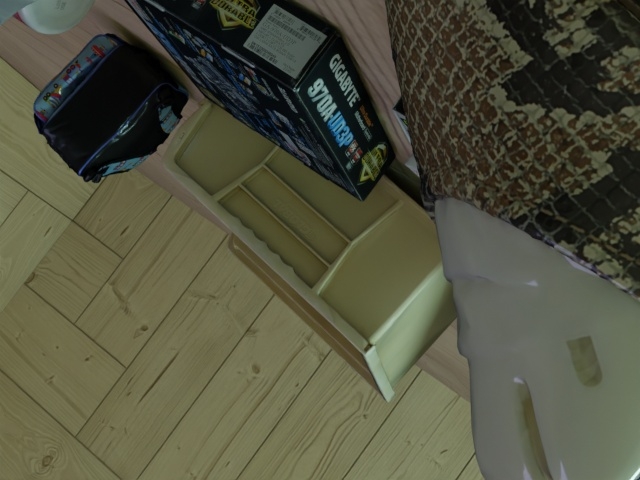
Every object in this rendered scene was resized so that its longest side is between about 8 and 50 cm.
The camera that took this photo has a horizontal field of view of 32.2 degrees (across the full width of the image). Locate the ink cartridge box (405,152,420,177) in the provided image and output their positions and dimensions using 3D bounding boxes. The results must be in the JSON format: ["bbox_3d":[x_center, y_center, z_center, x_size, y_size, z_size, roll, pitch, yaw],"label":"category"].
[{"bbox_3d":[0.091,-0.045,0.753,0.083,0.028,0.048,40,173,-24],"label":"ink cartridge box"}]

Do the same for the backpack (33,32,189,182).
[{"bbox_3d":[-0.235,-0.151,1.293,0.117,0.158,0.173,45,-173,3],"label":"backpack"}]

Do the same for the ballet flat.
[{"bbox_3d":[0.176,0.073,0.425,0.482,0.182,0.164,38,175,-10],"label":"ballet flat"}]

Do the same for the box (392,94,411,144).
[{"bbox_3d":[0.143,-0.018,0.626,0.207,0.036,0.114,34,174,25],"label":"box"}]

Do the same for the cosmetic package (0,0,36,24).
[{"bbox_3d":[-0.227,-0.212,0.525,0.224,0.138,0.224,20,-178,-22],"label":"cosmetic package"}]

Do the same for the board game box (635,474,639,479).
[{"bbox_3d":[0.340,0.269,0.986,0.302,0.086,0.308,36,152,7],"label":"board game box"}]

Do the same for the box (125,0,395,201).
[{"bbox_3d":[-0.043,-0.124,0.810,0.175,0.051,0.220,34,174,22],"label":"box"}]

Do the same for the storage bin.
[{"bbox_3d":[0.000,0.000,1.024,0.260,0.123,0.262,42,174,17],"label":"storage bin"}]

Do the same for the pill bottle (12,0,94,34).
[{"bbox_3d":[-0.277,-0.254,0.984,0.160,0.087,0.087,34,174,27],"label":"pill bottle"}]
